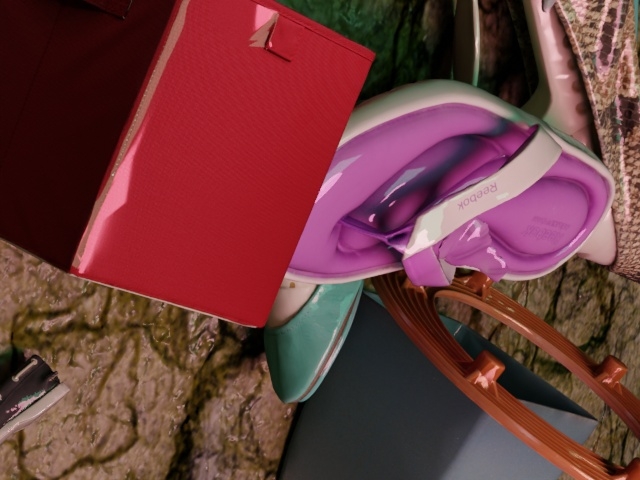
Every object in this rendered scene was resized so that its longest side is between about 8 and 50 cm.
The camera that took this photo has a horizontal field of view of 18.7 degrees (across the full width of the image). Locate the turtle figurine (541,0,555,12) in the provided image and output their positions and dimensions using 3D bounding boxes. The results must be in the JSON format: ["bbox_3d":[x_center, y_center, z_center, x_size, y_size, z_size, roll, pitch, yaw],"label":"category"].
[{"bbox_3d":[0.079,-0.323,1.292,0.266,0.275,0.198,-61,-176,2],"label":"turtle figurine"}]

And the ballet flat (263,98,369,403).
[{"bbox_3d":[0.000,0.000,1.481,0.087,0.083,0.247,29,84,-28],"label":"ballet flat"}]

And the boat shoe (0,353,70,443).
[{"bbox_3d":[-0.224,0.122,1.290,0.125,0.038,0.046,-38,176,-25],"label":"boat shoe"}]

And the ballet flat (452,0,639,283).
[{"bbox_3d":[0.200,-0.116,1.616,0.182,0.164,0.482,-28,125,-12],"label":"ballet flat"}]

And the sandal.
[{"bbox_3d":[0.114,-0.023,1.409,0.416,0.102,0.169,-2,127,-52],"label":"sandal"}]

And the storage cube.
[{"bbox_3d":[-0.114,-0.076,1.204,0.215,0.184,0.193,21,91,-53],"label":"storage cube"}]

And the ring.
[{"bbox_3d":[0.181,0.105,1.534,0.032,0.336,0.337,-52,145,14],"label":"ring"}]

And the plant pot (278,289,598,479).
[{"bbox_3d":[0.074,0.193,1.587,0.165,0.166,0.234,19,103,-52],"label":"plant pot"}]
